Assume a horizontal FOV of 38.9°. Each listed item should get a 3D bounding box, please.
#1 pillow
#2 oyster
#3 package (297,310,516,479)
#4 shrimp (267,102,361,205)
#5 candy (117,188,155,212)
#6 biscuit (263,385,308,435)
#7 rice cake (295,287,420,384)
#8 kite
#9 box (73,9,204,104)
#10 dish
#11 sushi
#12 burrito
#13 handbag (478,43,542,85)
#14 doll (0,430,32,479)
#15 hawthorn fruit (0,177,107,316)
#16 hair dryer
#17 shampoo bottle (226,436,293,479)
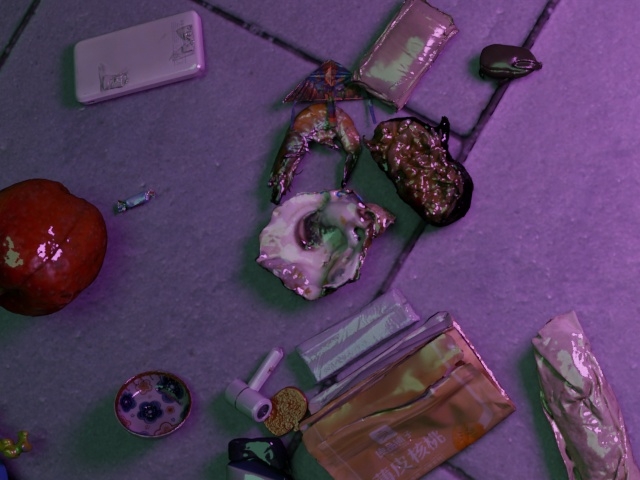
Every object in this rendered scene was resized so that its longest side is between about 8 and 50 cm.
[{"bbox_3d":[0.155,-0.346,1.653,0.119,0.053,0.208,38,93,16],"label":"pillow"},{"bbox_3d":[0.000,0.000,1.624,0.223,0.083,0.214,28,86,26],"label":"oyster"},{"bbox_3d":[0.129,0.275,1.486,0.311,0.165,0.221,-35,72,9],"label":"package"},{"bbox_3d":[-0.010,-0.150,1.674,0.150,0.051,0.217,26,85,13],"label":"shrimp"},{"bbox_3d":[-0.364,-0.081,1.785,0.083,0.020,0.030,-25,76,10],"label":"candy"},{"bbox_3d":[-0.060,0.308,1.618,0.091,0.015,0.078,-43,72,6],"label":"biscuit"},{"bbox_3d":[0.065,0.165,1.592,0.222,0.042,0.080,-33,67,10],"label":"rice cake"},{"bbox_3d":[0.021,-0.276,1.686,0.183,0.010,0.160,-2,64,2],"label":"kite"},{"bbox_3d":[-0.370,-0.368,1.831,0.285,0.044,0.142,-11,74,16],"label":"box"},{"bbox_3d":[-0.306,0.319,1.671,0.141,0.078,0.141,3,48,-3],"label":"dish"},{"bbox_3d":[0.186,-0.130,1.570,0.147,0.115,0.212,-34,71,10],"label":"sushi"},{"bbox_3d":[0.426,0.309,1.431,0.117,0.076,0.392,-21,75,14],"label":"burrito"},{"bbox_3d":[0.333,-0.310,1.593,0.111,0.047,0.072,6,76,19],"label":"handbag"},{"bbox_3d":[-0.717,0.482,1.765,0.341,0.099,0.345,8,77,31],"label":"doll"},{"bbox_3d":[-0.525,0.015,1.694,0.258,0.258,0.261,-21,52,13],"label":"hawthorn fruit"},{"bbox_3d":[-0.104,0.250,1.625,0.082,0.047,0.137,26,76,37],"label":"hair dryer"},{"bbox_3d":[-0.094,0.522,1.556,0.134,0.078,0.359,-4,78,13],"label":"shampoo bottle"}]
